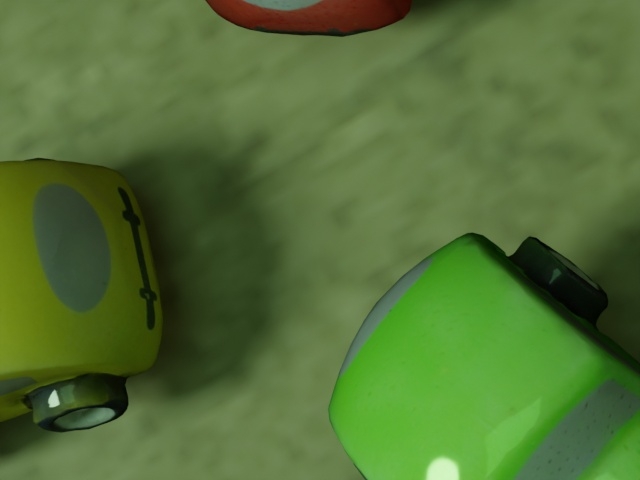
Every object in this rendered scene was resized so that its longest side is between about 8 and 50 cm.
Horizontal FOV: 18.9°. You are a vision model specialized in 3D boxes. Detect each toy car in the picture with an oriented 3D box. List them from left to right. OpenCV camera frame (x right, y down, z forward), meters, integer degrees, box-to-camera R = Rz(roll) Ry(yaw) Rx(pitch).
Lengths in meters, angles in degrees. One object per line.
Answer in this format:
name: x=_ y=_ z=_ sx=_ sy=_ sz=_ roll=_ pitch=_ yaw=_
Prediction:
toy car: x=0.000 y=0.000 z=0.397 sx=0.225 sy=0.053 sz=0.239 roll=41 pitch=98 yaw=26
